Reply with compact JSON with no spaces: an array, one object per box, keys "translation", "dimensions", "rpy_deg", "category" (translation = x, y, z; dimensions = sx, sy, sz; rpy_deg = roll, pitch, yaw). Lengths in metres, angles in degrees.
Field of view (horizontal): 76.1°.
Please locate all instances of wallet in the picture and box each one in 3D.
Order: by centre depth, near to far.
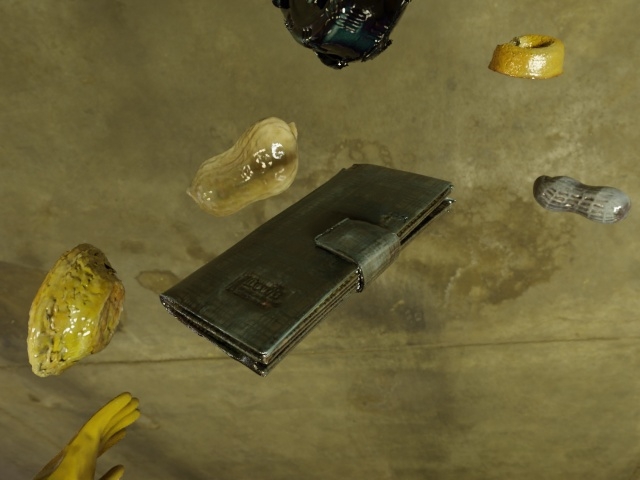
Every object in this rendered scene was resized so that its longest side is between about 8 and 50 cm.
[{"translation":[0.000,-0.001,0.448],"dimensions":[0.169,0.317,0.044],"rpy_deg":[18,132,40],"category":"wallet"}]

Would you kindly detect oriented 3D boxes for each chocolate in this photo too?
[{"translation":[0.478,-0.078,0.759],"dimensions":[0.167,0.072,0.072],"rpy_deg":[26,149,43],"category":"chocolate"}]

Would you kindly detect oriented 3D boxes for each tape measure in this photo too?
[{"translation":[0.030,-0.322,0.499],"dimensions":[0.112,0.186,0.199],"rpy_deg":[0,144,-34],"category":"tape measure"}]

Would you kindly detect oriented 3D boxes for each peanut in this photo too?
[{"translation":[-0.155,-0.146,0.905],"dimensions":[0.291,0.143,0.159],"rpy_deg":[-30,131,24],"category":"peanut"}]

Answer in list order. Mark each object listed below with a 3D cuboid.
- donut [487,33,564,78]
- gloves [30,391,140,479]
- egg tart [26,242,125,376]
[{"translation":[0.303,-0.266,0.591],"dimensions":[0.097,0.108,0.043],"rpy_deg":[26,138,29],"category":"donut"},{"translation":[-0.402,0.380,0.704],"dimensions":[0.116,0.294,0.133],"rpy_deg":[33,109,0],"category":"gloves"},{"translation":[-0.515,0.153,0.894],"dimensions":[0.123,0.294,0.294],"rpy_deg":[12,133,-12],"category":"egg tart"}]
